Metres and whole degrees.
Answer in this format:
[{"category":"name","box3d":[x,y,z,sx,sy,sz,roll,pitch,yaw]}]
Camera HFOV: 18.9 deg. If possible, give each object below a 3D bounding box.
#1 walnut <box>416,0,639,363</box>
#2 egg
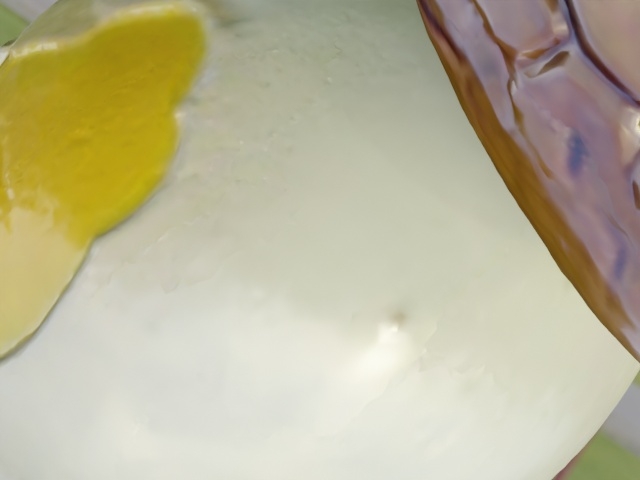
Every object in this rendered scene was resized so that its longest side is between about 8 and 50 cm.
[{"category":"walnut","box3d":[0.130,-0.071,0.582,0.298,0.203,0.203,52,-179,9]},{"category":"egg","box3d":[0.000,0.000,0.803,0.283,0.345,0.283,60,178,3]}]
